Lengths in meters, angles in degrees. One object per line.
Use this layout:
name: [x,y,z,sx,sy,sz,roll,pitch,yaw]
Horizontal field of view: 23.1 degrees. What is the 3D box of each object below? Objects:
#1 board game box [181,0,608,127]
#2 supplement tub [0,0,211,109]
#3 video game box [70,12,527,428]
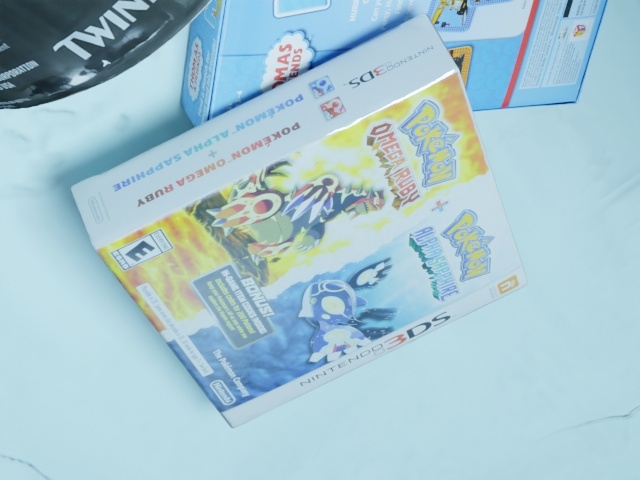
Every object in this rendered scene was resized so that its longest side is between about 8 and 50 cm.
board game box: [0.046,-0.132,0.747,0.212,0.039,0.160,-8,130,-24]
supplement tub: [-0.166,-0.190,0.474,0.193,0.193,0.316,-45,134,11]
video game box: [0.000,0.000,0.795,0.187,0.048,0.205,-28,145,0]
